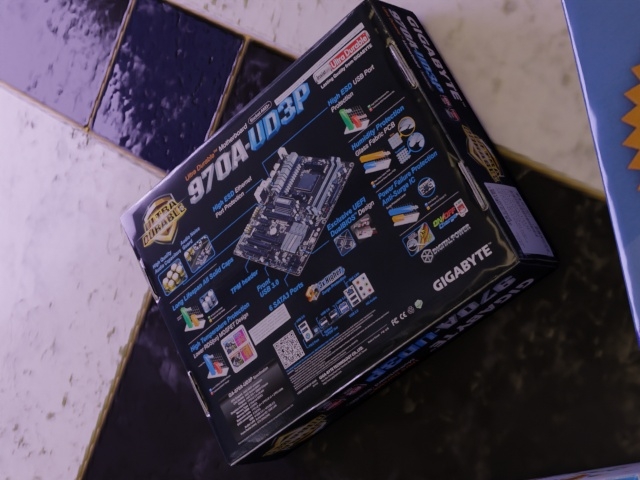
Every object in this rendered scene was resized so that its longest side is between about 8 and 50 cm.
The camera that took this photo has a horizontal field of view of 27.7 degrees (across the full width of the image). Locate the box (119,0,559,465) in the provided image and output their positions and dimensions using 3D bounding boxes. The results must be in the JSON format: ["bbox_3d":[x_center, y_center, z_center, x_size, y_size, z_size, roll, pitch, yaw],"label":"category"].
[{"bbox_3d":[0.000,0.000,0.735,0.220,0.051,0.175,-39,66,26],"label":"box"}]

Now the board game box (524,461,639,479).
[{"bbox_3d":[0.060,0.241,0.648,0.303,0.097,0.224,-17,77,32],"label":"board game box"}]

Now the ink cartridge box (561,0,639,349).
[{"bbox_3d":[0.242,-0.068,0.470,0.270,0.151,0.395,-24,63,32],"label":"ink cartridge box"}]
